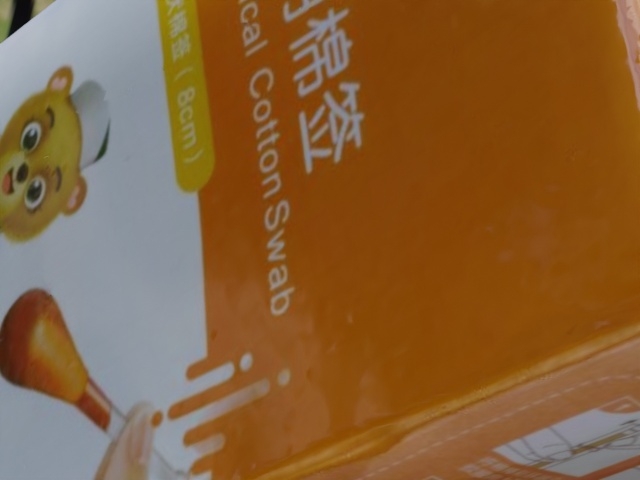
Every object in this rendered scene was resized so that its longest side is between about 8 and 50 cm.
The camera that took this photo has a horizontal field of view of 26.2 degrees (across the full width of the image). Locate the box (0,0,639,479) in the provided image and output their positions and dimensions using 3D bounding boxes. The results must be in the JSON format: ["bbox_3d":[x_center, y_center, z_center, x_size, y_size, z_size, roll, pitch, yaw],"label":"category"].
[{"bbox_3d":[0.000,0.000,0.471,0.143,0.341,0.225,21,51,-42],"label":"box"}]
